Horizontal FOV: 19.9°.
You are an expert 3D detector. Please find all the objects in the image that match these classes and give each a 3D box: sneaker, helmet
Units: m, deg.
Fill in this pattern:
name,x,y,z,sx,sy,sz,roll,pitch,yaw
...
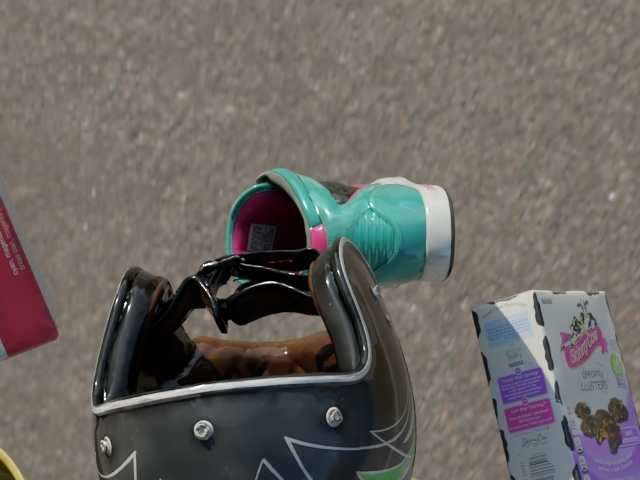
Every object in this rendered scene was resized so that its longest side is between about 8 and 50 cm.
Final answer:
name,x,y,z,sx,sy,sz,roll,pitch,yaw
sneaker,0.000,0.000,1.653,0.178,0.295,0.124,0,88,-12
helmet,-0.031,0.089,0.868,0.169,0.169,0.162,6,50,-6

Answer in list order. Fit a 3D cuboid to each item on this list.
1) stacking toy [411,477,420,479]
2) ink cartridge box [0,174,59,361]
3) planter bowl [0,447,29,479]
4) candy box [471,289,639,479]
name,x,y,z,sx,sy,sz,roll,pitch,yaw
stacking toy,0.082,0.297,1.146,0.309,0.130,0.279,-37,99,-41
ink cartridge box,-0.287,0.032,1.264,0.176,0.128,0.127,-22,104,-6
planter bowl,-0.201,0.230,1.097,0.090,0.217,0.217,20,50,-43
candy box,0.227,0.147,1.702,0.165,0.070,0.196,2,72,-57
